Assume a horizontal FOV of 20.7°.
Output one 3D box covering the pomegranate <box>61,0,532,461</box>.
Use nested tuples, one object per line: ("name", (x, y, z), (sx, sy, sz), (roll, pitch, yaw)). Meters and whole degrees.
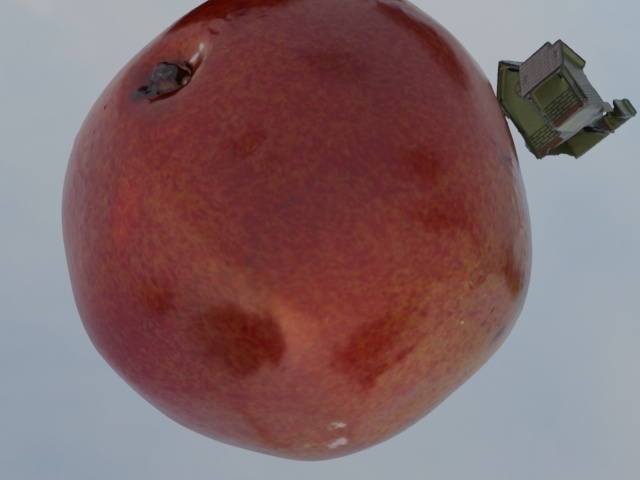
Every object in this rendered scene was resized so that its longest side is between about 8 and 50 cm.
("pomegranate", (0.000, 0.000, 0.827), (0.221, 0.221, 0.256), (55, -174, 39))

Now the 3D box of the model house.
("model house", (0.126, -0.080, 0.943), (0.083, 0.057, 0.058), (-4, -120, -57))
